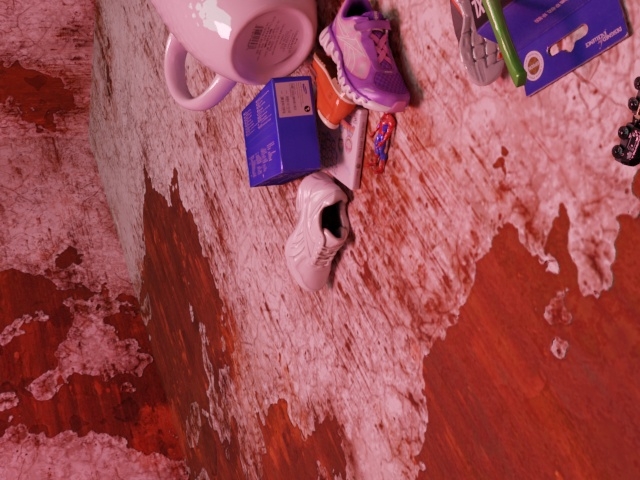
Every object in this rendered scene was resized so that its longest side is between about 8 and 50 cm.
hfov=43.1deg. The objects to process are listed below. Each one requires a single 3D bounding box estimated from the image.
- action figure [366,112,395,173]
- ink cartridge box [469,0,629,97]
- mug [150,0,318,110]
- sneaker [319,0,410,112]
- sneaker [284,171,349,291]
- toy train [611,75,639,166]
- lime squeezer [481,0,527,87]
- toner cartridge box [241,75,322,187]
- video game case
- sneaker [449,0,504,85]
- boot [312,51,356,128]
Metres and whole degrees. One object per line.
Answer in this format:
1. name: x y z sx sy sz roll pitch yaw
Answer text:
1. action figure: 0.097 -0.163 1.296 0.038 0.030 0.115 -119 35 -49
2. ink cartridge box: 0.229 -0.368 0.929 0.176 0.069 0.370 -29 72 64
3. mug: -0.179 -0.412 1.497 0.374 0.276 0.328 -53 51 27
4. sneaker: 0.075 -0.292 1.244 0.104 0.095 0.236 -62 40 39
5. sneaker: 0.000 0.000 1.474 0.115 0.090 0.232 40 132 52
6. toy train: 0.329 -0.146 0.803 0.036 0.027 0.158 46 137 47
7. lime squeezer: 0.170 -0.317 0.951 0.310 0.059 0.110 62 -179 39
8. toner cartridge box: -0.082 -0.196 1.539 0.348 0.075 0.165 179 86 -76
9. video game case: 0.033 -0.183 1.435 0.157 0.019 0.143 43 134 54
10. sneaker: 0.199 -0.271 1.039 0.065 0.061 0.157 63 -162 -84
11. boot: 0.012 -0.260 1.389 0.084 0.059 0.158 -58 37 32
